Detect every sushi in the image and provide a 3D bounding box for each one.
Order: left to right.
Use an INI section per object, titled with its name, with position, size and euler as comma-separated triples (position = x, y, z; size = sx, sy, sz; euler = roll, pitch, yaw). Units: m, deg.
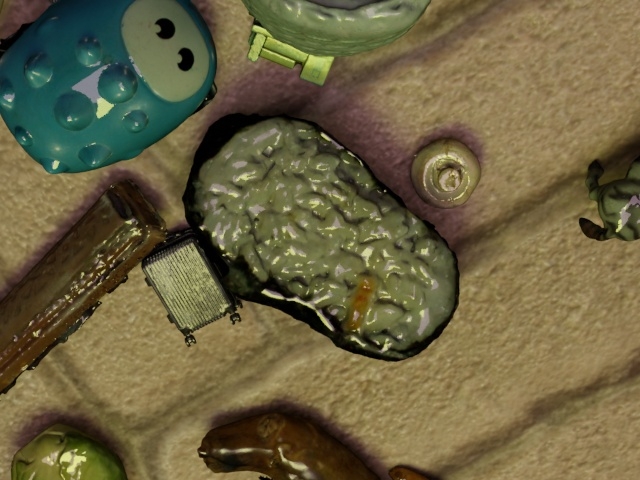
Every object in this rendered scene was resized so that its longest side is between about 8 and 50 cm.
[sushi]
position = 0.000, 0.000, 1.767
size = 0.350, 0.171, 0.211
euler = 32, 86, -8

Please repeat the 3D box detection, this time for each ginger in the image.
[ginger]
position = 0.000, 0.308, 1.920
size = 0.133, 0.107, 0.309
euler = -34, 109, 35

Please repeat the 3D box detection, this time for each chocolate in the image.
[chocolate]
position = -0.319, 0.063, 1.826
size = 0.329, 0.065, 0.102
euler = -43, 67, 15

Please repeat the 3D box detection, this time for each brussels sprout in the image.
[brussels sprout]
position = -0.313, 0.304, 1.908
size = 0.155, 0.117, 0.155
euler = 0, 89, -6

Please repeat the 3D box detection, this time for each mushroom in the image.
[mushroom]
position = 0.146, -0.077, 1.797
size = 0.083, 0.067, 0.084
euler = 0, 103, 1

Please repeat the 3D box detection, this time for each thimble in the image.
[thimble]
position = 0.005, -0.308, 1.637
size = 0.250, 0.172, 0.205
euler = 34, 87, -4

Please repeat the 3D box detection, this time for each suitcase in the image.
[suitcase]
position = -0.154, 0.051, 1.846
size = 0.086, 0.059, 0.126
euler = -27, 108, 8

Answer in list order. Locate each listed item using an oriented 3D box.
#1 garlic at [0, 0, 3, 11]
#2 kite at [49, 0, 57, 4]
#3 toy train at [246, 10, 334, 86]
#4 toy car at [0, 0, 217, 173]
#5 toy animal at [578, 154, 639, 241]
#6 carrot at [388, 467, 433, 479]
[garlic]
position = -0.454, -0.229, 1.654
size = 0.231, 0.246, 0.340
euler = 1, 95, -12
[kite]
position = -0.324, -0.308, 1.744
size = 0.139, 0.011, 0.157
euler = -23, 107, 11
[toy train]
position = -0.029, -0.229, 1.754
size = 0.122, 0.050, 0.081
euler = 20, 120, -6
[toy car]
position = -0.239, -0.175, 1.693
size = 0.255, 0.190, 0.188
euler = -28, 110, 7
[toy animal]
position = 0.399, -0.093, 1.744
size = 0.090, 0.170, 0.255
euler = 42, 122, -8
[carrot]
position = 0.168, 0.344, 1.962
size = 0.191, 0.047, 0.047
euler = 35, 106, -11
